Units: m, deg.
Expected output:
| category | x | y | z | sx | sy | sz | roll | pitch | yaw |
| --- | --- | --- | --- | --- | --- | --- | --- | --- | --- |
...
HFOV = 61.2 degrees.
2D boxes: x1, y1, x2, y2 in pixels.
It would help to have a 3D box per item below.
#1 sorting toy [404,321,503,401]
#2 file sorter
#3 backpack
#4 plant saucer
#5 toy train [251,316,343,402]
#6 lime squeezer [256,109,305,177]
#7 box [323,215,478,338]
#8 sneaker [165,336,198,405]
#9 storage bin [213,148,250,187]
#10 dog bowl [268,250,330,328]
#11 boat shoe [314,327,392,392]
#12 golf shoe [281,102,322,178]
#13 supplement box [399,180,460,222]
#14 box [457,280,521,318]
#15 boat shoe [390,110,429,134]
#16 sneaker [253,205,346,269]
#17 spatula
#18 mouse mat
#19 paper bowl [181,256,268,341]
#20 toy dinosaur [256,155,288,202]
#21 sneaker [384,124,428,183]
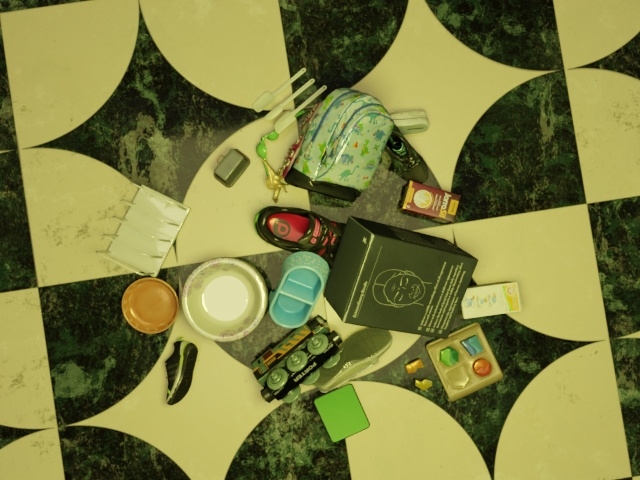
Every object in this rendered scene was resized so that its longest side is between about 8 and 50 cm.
| category | x | y | z | sx | sy | sz | roll | pitch | yaw |
| --- | --- | --- | --- | --- | --- | --- | --- | --- | --- |
| sorting toy | 0.472 | 0.453 | 1.928 | 0.307 | 0.041 | 0.229 | -24 | 89 | -2 |
| file sorter | -0.611 | -0.036 | 1.855 | 0.193 | 0.173 | 0.277 | 26 | 89 | 0 |
| backpack | 0.080 | -0.316 | 1.780 | 0.290 | 0.273 | 0.355 | 13 | 94 | -44 |
| plant saucer | -0.594 | 0.226 | 1.905 | 0.200 | 0.037 | 0.199 | 0 | 96 | -1 |
| toy train | -0.083 | 0.403 | 1.850 | 0.334 | 0.190 | 0.142 | -40 | 130 | -6 |
| lime squeezer | -0.163 | -0.346 | 1.931 | 0.110 | 0.059 | 0.310 | 23 | 87 | 0 |
| box | 0.253 | 0.122 | 1.759 | 0.396 | 0.212 | 0.293 | 13 | 104 | -22 |
| sneaker | -0.503 | 0.456 | 1.904 | 0.097 | 0.084 | 0.234 | 16 | 87 | 23 |
| storage bin | -0.322 | -0.266 | 1.908 | 0.098 | 0.091 | 0.135 | 38 | 87 | 0 |
| dog bowl | -0.079 | 0.178 | 1.840 | 0.166 | 0.074 | 0.297 | 22 | 119 | -7 |
| boat shoe | 0.115 | 0.420 | 1.899 | 0.320 | 0.103 | 0.118 | -36 | 50 | -5 |
| golf shoe | -0.026 | -0.330 | 1.893 | 0.140 | 0.115 | 0.306 | 30 | 78 | -16 |
| supplement box | 0.387 | -0.135 | 1.923 | 0.188 | 0.081 | 0.104 | 16 | 88 | -1 |
| box | 0.581 | 0.207 | 1.901 | 0.203 | 0.114 | 0.103 | -8 | 87 | 0 |
| boat shoe | 0.272 | -0.420 | 1.941 | 0.226 | 0.083 | 0.075 | -2 | 61 | -1 |
| sneaker | 0.000 | 0.000 | 1.851 | 0.483 | 0.202 | 0.185 | 12 | 89 | -1 |
| spatula | -0.110 | -0.509 | 1.930 | 0.242 | 0.019 | 0.168 | -41 | 64 | -2 |
| mouse mat | 0.076 | 0.612 | 1.915 | 0.153 | 0.007 | 0.189 | -23 | 102 | -2 |
| paper bowl | -0.322 | 0.199 | 1.866 | 0.284 | 0.148 | 0.284 | 0 | 88 | -1 |
| toy dinosaur | -0.156 | -0.222 | 1.909 | 0.093 | 0.053 | 0.183 | -25 | 111 | -23 |
| sneaker | 0.285 | -0.292 | 1.885 | 0.101 | 0.106 | 0.267 | -39 | 110 | 15 |
